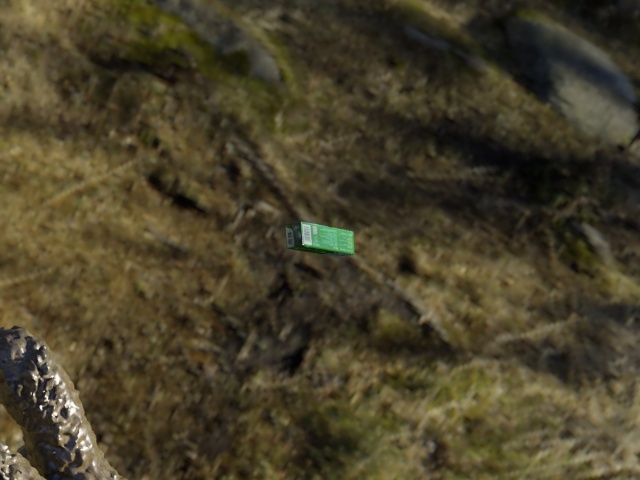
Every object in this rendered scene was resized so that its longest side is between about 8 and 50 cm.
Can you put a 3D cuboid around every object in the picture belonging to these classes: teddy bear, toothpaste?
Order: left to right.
[{"bbox_3d":[-0.176,0.190,0.862,0.129,0.251,0.182,13,43,7],"label":"teddy bear"},{"bbox_3d":[0.000,0.000,1.067,0.083,0.017,0.020,11,72,-59],"label":"toothpaste"}]
